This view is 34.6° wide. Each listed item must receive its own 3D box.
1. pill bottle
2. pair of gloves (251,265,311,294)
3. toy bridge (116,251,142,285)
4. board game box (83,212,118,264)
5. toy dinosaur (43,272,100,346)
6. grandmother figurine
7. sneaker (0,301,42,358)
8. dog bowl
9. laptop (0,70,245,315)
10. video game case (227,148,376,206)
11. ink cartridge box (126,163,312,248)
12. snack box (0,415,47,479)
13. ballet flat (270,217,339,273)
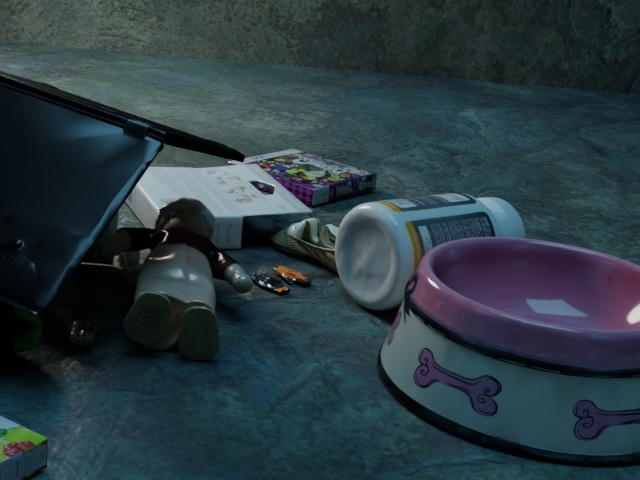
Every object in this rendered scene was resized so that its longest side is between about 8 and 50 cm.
[{"bbox_3d":[0.173,0.010,1.565,0.278,0.162,0.162,-7,23,-38],"label":"pill bottle"},{"bbox_3d":[-0.060,0.061,1.569,0.074,0.010,0.083,23,27,37],"label":"pair of gloves"},{"bbox_3d":[-0.248,0.050,1.509,0.063,0.026,0.188,-13,27,-40],"label":"toy bridge"},{"bbox_3d":[-0.439,-0.055,1.500,0.275,0.142,0.144,4,-15,-6],"label":"board game box"},{"bbox_3d":[-0.365,0.049,1.343,0.118,0.064,0.268,-6,50,-22],"label":"toy dinosaur"},{"bbox_3d":[-0.199,0.034,1.414,0.208,0.104,0.342,27,20,-13],"label":"grandmother figurine"},{"bbox_3d":[-0.444,0.102,1.116,0.146,0.134,0.343,16,20,24],"label":"sneaker"},{"bbox_3d":[0.284,0.116,1.304,0.408,0.150,0.408,6,19,-2],"label":"dog bowl"},{"bbox_3d":[-0.373,-0.083,1.357,0.382,0.236,0.408,20,5,17],"label":"laptop"},{"bbox_3d":[-0.038,-0.132,2.107,0.232,0.042,0.210,20,24,35],"label":"video game case"},{"bbox_3d":[-0.189,-0.064,1.809,0.261,0.066,0.296,-2,21,-23],"label":"ink cartridge box"},{"bbox_3d":[-0.352,0.201,1.001,0.141,0.037,0.100,17,20,29],"label":"snack box"},{"bbox_3d":[0.000,0.000,1.681,0.206,0.067,0.073,20,24,37],"label":"ballet flat"}]
